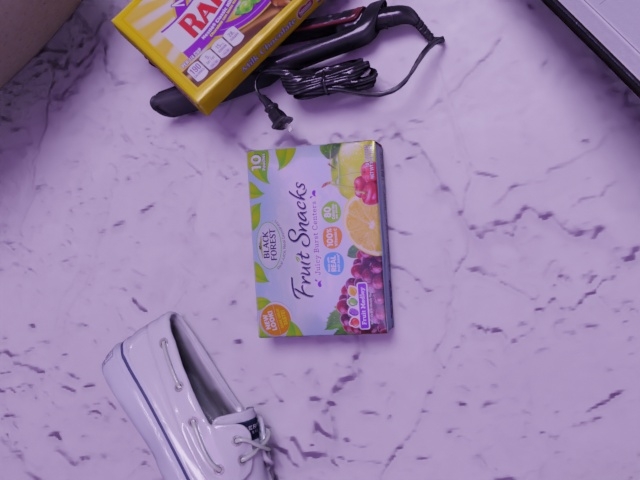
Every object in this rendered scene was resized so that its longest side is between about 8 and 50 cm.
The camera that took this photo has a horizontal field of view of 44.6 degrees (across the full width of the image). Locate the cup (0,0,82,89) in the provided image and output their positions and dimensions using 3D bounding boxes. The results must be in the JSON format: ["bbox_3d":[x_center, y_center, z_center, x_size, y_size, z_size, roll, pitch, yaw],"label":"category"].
[{"bbox_3d":[-0.302,-0.223,0.542,0.236,0.331,0.331,-22,86,-12],"label":"cup"}]

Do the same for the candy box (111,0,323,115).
[{"bbox_3d":[-0.046,-0.197,0.572,0.206,0.027,0.105,-45,68,-3],"label":"candy box"}]

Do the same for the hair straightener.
[{"bbox_3d":[-0.020,-0.121,0.589,0.230,0.047,0.089,-8,78,8],"label":"hair straightener"}]

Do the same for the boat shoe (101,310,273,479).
[{"bbox_3d":[-0.077,0.154,0.587,0.076,0.083,0.226,-42,81,12],"label":"boat shoe"}]

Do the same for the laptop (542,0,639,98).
[{"bbox_3d":[0.285,-0.269,0.348,0.407,0.236,0.382,-35,60,7],"label":"laptop"}]

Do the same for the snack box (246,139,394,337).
[{"bbox_3d":[0.000,0.000,0.589,0.100,0.037,0.141,-4,90,15],"label":"snack box"}]
